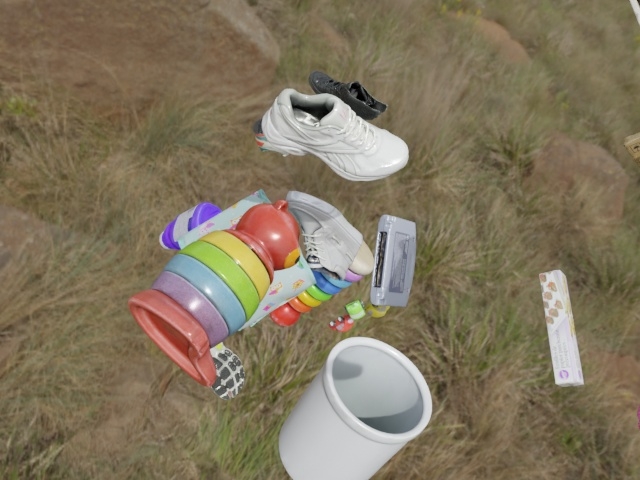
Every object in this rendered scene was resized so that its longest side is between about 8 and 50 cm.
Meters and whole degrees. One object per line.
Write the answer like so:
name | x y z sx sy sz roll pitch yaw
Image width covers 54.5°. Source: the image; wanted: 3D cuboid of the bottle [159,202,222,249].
bottle | -0.408 -0.031 1.924 0.092 0.283 0.118 25 62 -32

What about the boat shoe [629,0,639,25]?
boat shoe | 0.648 -0.428 1.153 0.116 0.096 0.324 18 49 -33

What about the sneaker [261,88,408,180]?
sneaker | 0.030 -0.159 0.927 0.232 0.115 0.090 14 69 -10

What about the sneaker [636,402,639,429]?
sneaker | 0.365 0.163 0.537 0.170 0.075 0.063 11 85 -4

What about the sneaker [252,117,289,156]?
sneaker | -0.052 -0.208 1.249 0.161 0.075 0.057 -3 54 0

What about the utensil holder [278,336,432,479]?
utensil holder | 0.086 0.524 1.821 0.327 0.385 0.328 19 39 -16

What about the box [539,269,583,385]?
box | 0.682 0.246 1.765 0.067 0.063 0.324 28 54 -47

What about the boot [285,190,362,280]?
boot | 0.000 0.000 1.336 0.258 0.095 0.123 36 69 -46

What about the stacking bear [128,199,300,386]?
stacking bear | -0.141 0.053 0.981 0.164 0.175 0.289 33 60 20

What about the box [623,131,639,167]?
box | 0.616 -0.138 0.978 0.164 0.201 0.021 44 49 -20

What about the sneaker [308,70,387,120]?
sneaker | 0.051 -0.295 1.237 0.051 0.089 0.170 -39 83 -30

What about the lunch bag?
lunch bag | -0.147 0.058 1.347 0.223 0.262 0.160 -33 40 -6

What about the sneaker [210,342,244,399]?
sneaker | -0.310 0.321 1.760 0.107 0.118 0.279 -33 106 -21

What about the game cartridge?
game cartridge | 0.249 0.073 2.073 0.196 0.060 0.294 12 84 -49

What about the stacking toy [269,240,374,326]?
stacking toy | -0.018 0.114 1.650 0.141 0.330 0.141 38 27 -24

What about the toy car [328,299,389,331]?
toy car | 0.129 0.251 2.113 0.239 0.225 0.053 -24 72 5
